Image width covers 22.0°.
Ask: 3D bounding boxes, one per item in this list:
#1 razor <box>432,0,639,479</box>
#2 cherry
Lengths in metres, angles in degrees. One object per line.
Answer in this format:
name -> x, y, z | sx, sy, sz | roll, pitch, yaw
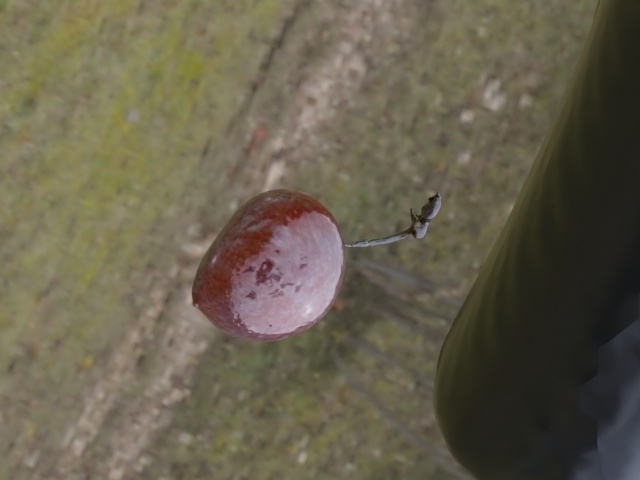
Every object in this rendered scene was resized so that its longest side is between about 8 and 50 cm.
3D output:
razor -> 0.136, -0.087, 0.430 | 0.204, 0.113, 0.349 | -39, 149, -56
cherry -> 0.000, 0.000, 1.157 | 0.225, 0.090, 0.107 | -30, 134, -35
